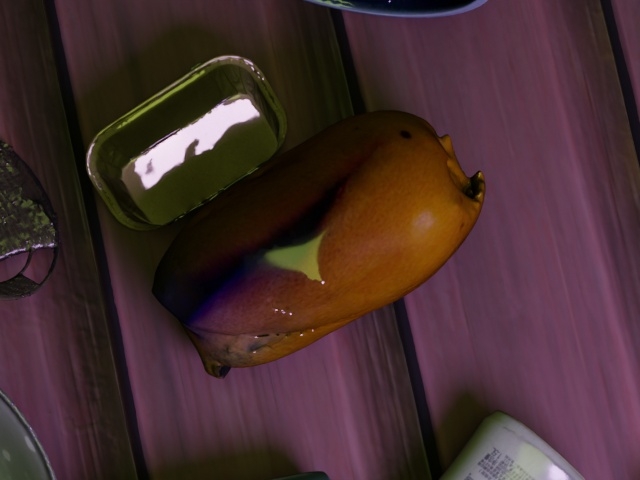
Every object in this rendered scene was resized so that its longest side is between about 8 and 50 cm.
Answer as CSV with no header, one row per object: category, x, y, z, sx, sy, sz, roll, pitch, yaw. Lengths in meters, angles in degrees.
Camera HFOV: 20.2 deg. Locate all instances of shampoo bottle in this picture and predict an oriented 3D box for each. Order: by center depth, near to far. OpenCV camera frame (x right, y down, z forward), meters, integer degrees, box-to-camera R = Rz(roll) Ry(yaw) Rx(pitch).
shampoo bottle,0.117,0.267,1.526,0.118,0.087,0.234,42,81,-3

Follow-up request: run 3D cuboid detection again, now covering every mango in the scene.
mango,0.000,0.000,1.497,0.287,0.201,0.153,-32,110,-11

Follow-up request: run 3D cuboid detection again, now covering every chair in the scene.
chair,-0.328,-0.006,1.508,0.213,0.149,0.174,-28,83,-12

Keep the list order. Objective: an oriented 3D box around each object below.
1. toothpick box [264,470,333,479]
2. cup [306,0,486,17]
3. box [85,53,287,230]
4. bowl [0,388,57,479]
toothpick box,-0.062,0.264,1.498,0.184,0.120,0.120,-16,83,-10
cup,0.031,-0.380,1.562,0.256,0.331,0.311,21,77,-35
box,-0.113,-0.082,1.560,0.177,0.111,0.111,-33,85,-4
bowl,-0.369,0.240,1.451,0.337,0.157,0.337,0,87,-4
